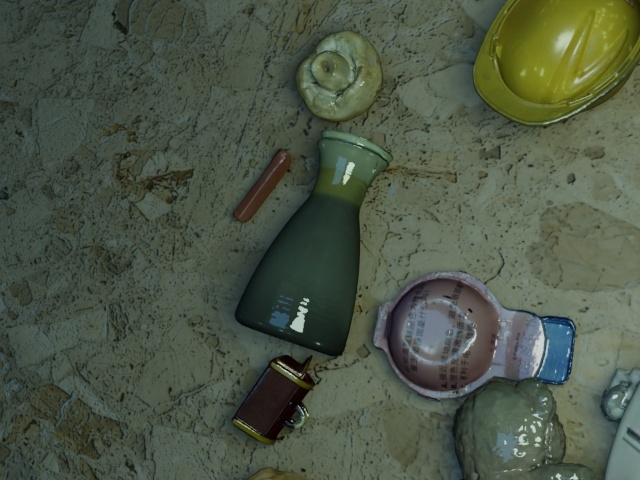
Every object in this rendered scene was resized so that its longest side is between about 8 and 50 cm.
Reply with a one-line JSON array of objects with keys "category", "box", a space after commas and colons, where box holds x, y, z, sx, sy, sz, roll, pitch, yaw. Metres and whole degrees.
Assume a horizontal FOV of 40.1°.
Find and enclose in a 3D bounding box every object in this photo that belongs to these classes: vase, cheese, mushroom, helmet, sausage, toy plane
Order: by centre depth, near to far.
[{"category": "toy plane", "box": [0.409, 0.251, 1.040, 0.252, 0.118, 0.252, -168, 90, -71]}, {"category": "helmet", "box": [0.342, -0.248, 1.209, 0.205, 0.140, 0.257, 42, 93, 29]}, {"category": "cheese", "box": [0.210, 0.137, 1.235, 0.286, 0.074, 0.188, 4, 82, 24]}, {"category": "vase", "box": [0.000, 0.000, 1.329, 0.173, 0.173, 0.321, 14, 81, 29]}, {"category": "mushroom", "box": [0.031, -0.260, 1.390, 0.148, 0.112, 0.148, -2, 86, 31]}, {"category": "sausage", "box": [-0.097, -0.088, 1.463, 0.147, 0.035, 0.030, -54, 30, 10]}]

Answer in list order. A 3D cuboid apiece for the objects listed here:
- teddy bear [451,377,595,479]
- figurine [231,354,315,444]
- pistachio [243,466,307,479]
[{"category": "teddy bear", "box": [0.250, 0.316, 1.127, 0.236, 0.151, 0.267, -36, 45, 49]}, {"category": "figurine", "box": [-0.055, 0.243, 1.352, 0.098, 0.082, 0.154, 38, 97, 15]}, {"category": "pistachio", "box": [-0.081, 0.451, 1.286, 0.157, 0.157, 0.229, 11, 90, 29]}]
